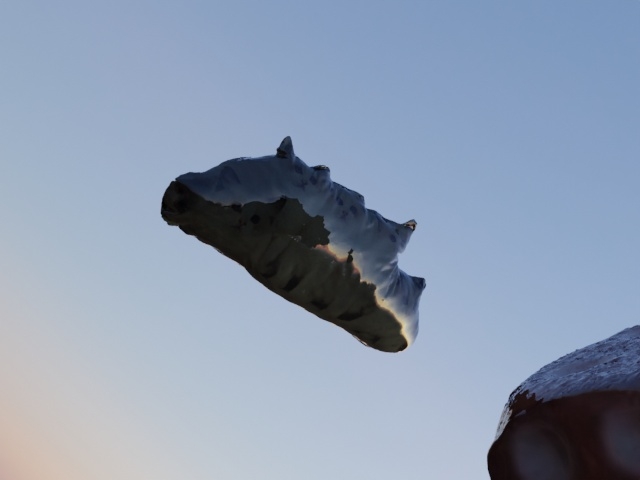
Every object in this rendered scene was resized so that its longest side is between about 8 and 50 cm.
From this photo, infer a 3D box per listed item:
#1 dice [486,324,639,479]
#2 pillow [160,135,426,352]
[{"bbox_3d":[0.213,0.134,0.912,0.174,0.179,0.175,-14,-90,45],"label":"dice"},{"bbox_3d":[0.000,-0.001,1.114,0.241,0.093,0.051,33,3,-37],"label":"pillow"}]
